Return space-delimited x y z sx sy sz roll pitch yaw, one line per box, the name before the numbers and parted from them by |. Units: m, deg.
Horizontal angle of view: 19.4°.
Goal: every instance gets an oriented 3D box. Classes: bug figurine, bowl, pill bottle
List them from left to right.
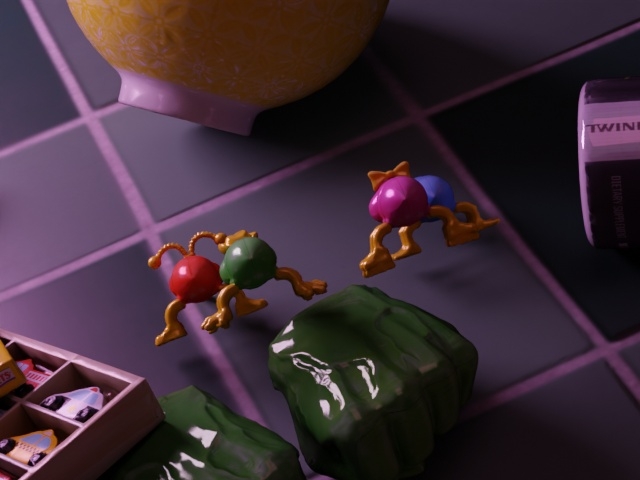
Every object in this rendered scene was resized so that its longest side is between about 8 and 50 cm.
bowl | -0.096 -0.176 1.576 0.289 0.289 0.156 16 94 29
bug figurine | 0.000 0.000 1.383 0.279 0.072 0.216 -19 1 -7
pill bottle | 0.318 -0.063 1.379 0.245 0.130 0.130 -3 43 13

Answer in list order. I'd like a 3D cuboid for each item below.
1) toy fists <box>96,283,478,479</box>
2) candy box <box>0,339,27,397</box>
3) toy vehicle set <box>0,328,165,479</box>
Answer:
toy fists | -0.018 0.139 1.286 0.279 0.096 0.142 -30 29 -16
candy box | -0.291 0.088 1.390 0.105 0.027 0.206 -35 27 -9
toy vehicle set | -0.248 0.138 1.334 0.166 0.035 0.267 -41 30 -26
